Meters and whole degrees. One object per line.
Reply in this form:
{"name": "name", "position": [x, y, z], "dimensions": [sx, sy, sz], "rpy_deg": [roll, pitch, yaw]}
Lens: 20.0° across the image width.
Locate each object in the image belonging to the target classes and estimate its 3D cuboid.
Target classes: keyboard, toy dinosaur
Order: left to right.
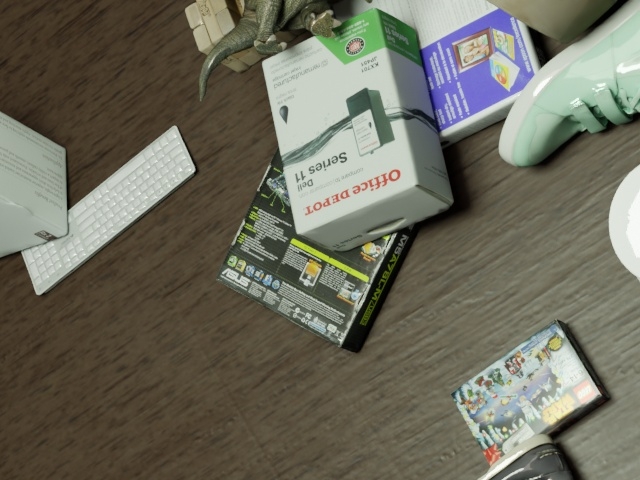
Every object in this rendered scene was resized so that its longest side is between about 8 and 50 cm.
{"name": "keyboard", "position": [-0.252, -0.034, 2.140], "dimensions": [0.256, 0.014, 0.072], "rpy_deg": [-37, 62, 18]}
{"name": "toy dinosaur", "position": [-0.020, -0.271, 1.903], "dimensions": [0.313, 0.121, 0.160], "rpy_deg": [-61, 19, 19]}

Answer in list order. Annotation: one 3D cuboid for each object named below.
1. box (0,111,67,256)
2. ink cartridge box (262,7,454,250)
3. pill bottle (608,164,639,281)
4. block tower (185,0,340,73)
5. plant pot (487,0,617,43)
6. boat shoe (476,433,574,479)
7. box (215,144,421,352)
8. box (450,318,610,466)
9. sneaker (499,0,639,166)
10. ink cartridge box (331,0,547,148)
{"name": "box", "position": [-0.422, -0.064, 2.144], "dimensions": [0.182, 0.181, 0.119], "rpy_deg": [-18, 62, 26]}
{"name": "ink cartridge box", "position": [0.038, -0.112, 1.892], "dimensions": [0.153, 0.087, 0.208], "rpy_deg": [-23, 67, 26]}
{"name": "pill bottle", "position": [0.362, -0.004, 1.606], "dimensions": [0.152, 0.272, 0.152], "rpy_deg": [-5, 80, 34]}
{"name": "block tower", "position": [0.006, -0.317, 2.009], "dimensions": [0.335, 0.097, 0.091], "rpy_deg": [-30, 65, 20]}
{"name": "plant pot", "position": [0.239, -0.355, 1.756], "dimensions": [0.323, 0.323, 0.280], "rpy_deg": [40, 105, 32]}
{"name": "boat shoe", "position": [0.162, 0.278, 1.781], "dimensions": [0.206, 0.075, 0.065], "rpy_deg": [-43, 57, 10]}
{"name": "box", "position": [0.000, 0.000, 1.964], "dimensions": [0.190, 0.045, 0.184], "rpy_deg": [26, 89, 33]}
{"name": "box", "position": [0.208, 0.155, 1.811], "dimensions": [0.137, 0.027, 0.094], "rpy_deg": [-38, 63, 17]}
{"name": "sneaker", "position": [0.300, -0.129, 1.788], "dimensions": [0.256, 0.094, 0.151], "rpy_deg": [-43, 63, 16]}
{"name": "ink cartridge box", "position": [0.128, -0.206, 1.936], "dimensions": [0.208, 0.045, 0.206], "rpy_deg": [-25, 67, 24]}
